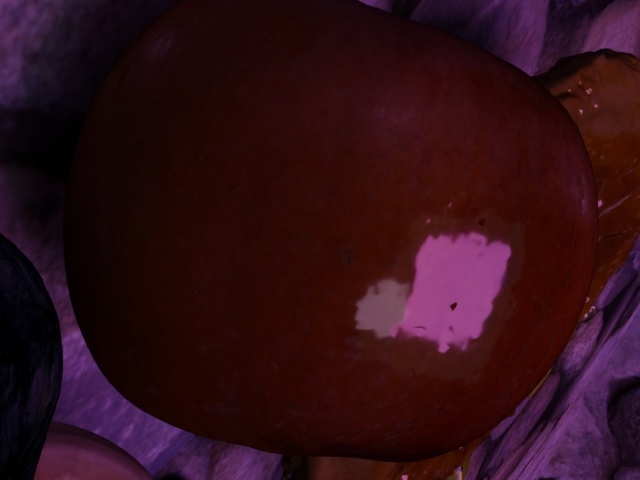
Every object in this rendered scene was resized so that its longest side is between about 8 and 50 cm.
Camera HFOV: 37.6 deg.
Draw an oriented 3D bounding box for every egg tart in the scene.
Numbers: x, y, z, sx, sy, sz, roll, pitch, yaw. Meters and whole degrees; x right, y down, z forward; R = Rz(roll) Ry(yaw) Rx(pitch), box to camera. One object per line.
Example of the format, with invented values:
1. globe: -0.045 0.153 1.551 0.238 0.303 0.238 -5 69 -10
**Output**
1. egg tart: 0.104 0.033 0.773 0.443 0.178 0.443 -40 152 -27

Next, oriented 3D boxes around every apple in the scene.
1. apple: 0.000 0.000 0.463 0.253 0.253 0.253 -40 150 -29

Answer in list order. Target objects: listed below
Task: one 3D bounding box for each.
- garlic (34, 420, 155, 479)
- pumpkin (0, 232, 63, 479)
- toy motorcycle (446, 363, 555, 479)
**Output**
1. garlic: -0.189 0.197 0.518 0.228 0.110 0.217 35 85 -37
2. pumpkin: -0.179 0.077 0.366 0.194 0.150 0.194 -41 150 -31
3. toy motorcycle: 0.131 0.211 1.076 0.342 0.142 0.206 -55 -168 -4
